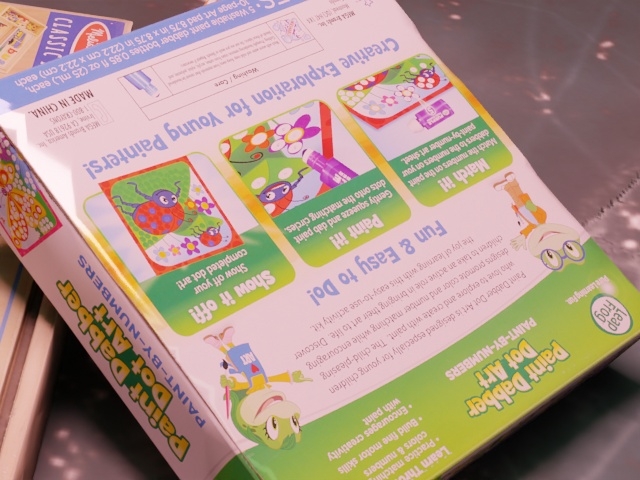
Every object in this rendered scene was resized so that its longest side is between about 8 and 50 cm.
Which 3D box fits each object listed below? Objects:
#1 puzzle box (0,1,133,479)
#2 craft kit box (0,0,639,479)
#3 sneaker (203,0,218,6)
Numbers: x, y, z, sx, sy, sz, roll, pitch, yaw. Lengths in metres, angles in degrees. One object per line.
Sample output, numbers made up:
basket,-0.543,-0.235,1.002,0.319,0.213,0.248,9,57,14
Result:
puzzle box,-0.246,-0.007,0.776,0.272,0.052,0.409,8,36,-4
craft kit box,0.000,0.000,0.749,0.250,0.061,0.246,-27,71,-40
sneaker,-0.046,-0.030,0.838,0.084,0.083,0.215,22,47,-21
